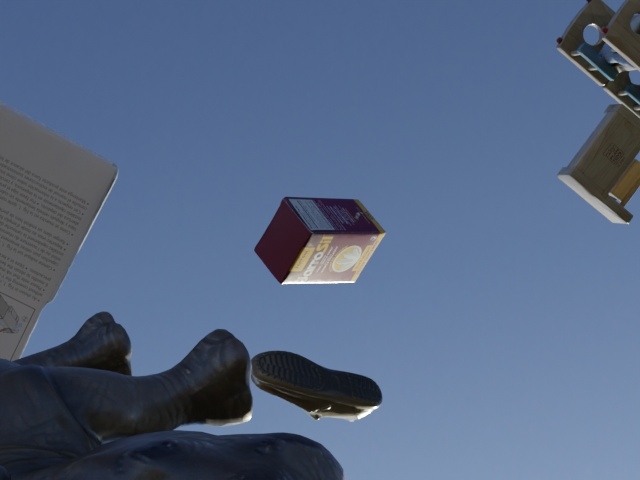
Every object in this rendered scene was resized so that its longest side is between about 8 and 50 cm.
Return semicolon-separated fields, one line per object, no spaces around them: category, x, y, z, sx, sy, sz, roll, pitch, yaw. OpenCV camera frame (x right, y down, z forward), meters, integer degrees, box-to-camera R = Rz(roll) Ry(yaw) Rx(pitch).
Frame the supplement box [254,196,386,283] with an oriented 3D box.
supplement box;0.000;0.000;1.230;0.083;0.043;0.055;-1;-48;-44

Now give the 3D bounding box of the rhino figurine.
rhino figurine;-0.068;0.064;0.393;0.106;0.243;0.073;-14;-85;-25

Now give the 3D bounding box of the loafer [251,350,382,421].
loafer;-0.009;0.158;1.659;0.148;0.056;0.050;19;-56;-15

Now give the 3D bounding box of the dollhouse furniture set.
dollhouse furniture set;0.272;-0.129;1.513;0.129;0.129;0.184;38;-96;-11

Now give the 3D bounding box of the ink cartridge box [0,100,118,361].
ink cartridge box;-0.359;-0.017;1.350;0.296;0.261;0.066;29;-10;-19
